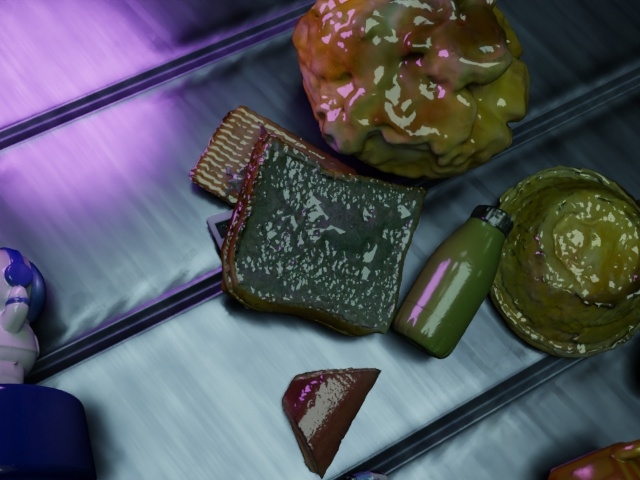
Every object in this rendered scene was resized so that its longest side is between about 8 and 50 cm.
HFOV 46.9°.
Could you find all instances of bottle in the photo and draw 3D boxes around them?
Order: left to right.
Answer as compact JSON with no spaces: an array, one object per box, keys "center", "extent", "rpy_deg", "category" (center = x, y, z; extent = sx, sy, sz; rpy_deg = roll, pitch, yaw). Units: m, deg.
[{"center":[0.224,0.061,1.208],"extent":[0.112,0.112,0.260],"rpy_deg":[33,82,2],"category":"bottle"}]

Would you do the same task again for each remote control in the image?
[{"center":[-0.134,0.030,1.226],"extent":[0.065,0.029,0.166],"rpy_deg":[-20,75,-28],"category":"remote control"}]

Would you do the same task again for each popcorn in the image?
[{"center":[0.147,-0.273,1.199],"extent":[0.344,0.354,0.390],"rpy_deg":[-27,36,7],"category":"popcorn"}]

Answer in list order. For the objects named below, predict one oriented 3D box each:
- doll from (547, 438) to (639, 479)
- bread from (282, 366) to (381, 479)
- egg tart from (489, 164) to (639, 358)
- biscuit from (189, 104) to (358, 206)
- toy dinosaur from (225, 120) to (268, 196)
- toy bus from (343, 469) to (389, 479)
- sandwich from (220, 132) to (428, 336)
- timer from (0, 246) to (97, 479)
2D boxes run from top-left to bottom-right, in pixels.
[{"center":[0.464,0.440,1.134],"extent":[0.166,0.162,0.270],"rpy_deg":[-16,86,-21],"category":"doll"},{"center":[0.001,0.262,1.165],"extent":[0.119,0.067,0.192],"rpy_deg":[29,74,1],"category":"bread"},{"center":[0.445,0.022,1.254],"extent":[0.345,0.132,0.346],"rpy_deg":[2,74,-5],"category":"egg tart"},{"center":[-0.080,-0.109,1.267],"extent":[0.254,0.029,0.172],"rpy_deg":[31,71,-1],"category":"biscuit"},{"center":[-0.103,-0.091,1.226],"extent":[0.108,0.032,0.220],"rpy_deg":[0,85,-15],"category":"toy dinosaur"},{"center":[0.085,0.416,1.141],"extent":[0.074,0.060,0.123],"rpy_deg":[-13,80,-15],"category":"toy bus"},{"center":[0.000,0.000,1.183],"extent":[0.301,0.099,0.271],"rpy_deg":[17,78,-18],"category":"sandwich"},{"center":[-0.464,0.187,1.057],"extent":[0.270,0.270,0.384],"rpy_deg":[-6,63,-9],"category":"timer"}]
